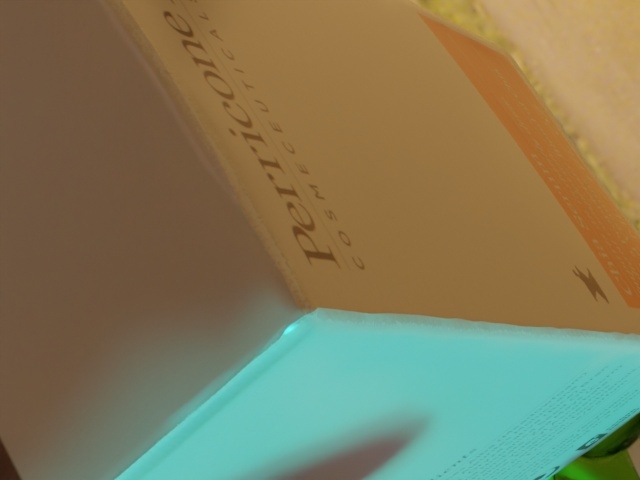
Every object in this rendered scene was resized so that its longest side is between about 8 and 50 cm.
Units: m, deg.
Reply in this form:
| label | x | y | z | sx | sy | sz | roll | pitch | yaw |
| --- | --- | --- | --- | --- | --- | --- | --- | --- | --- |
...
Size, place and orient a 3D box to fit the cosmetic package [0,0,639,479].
| label | x | y | z | sx | sy | sz | roll | pitch | yaw |
| --- | --- | --- | --- | --- | --- | --- | --- | --- | --- |
| cosmetic package | 0.000 | 0.000 | 0.654 | 0.230 | 0.161 | 0.453 | 57 | -158 | 21 |

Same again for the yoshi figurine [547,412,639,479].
| label | x | y | z | sx | sy | sz | roll | pitch | yaw |
| --- | --- | --- | --- | --- | --- | --- | --- | --- | --- |
| yoshi figurine | 0.173 | 0.116 | 1.010 | 0.203 | 0.362 | 0.203 | 40 | -136 | 4 |
